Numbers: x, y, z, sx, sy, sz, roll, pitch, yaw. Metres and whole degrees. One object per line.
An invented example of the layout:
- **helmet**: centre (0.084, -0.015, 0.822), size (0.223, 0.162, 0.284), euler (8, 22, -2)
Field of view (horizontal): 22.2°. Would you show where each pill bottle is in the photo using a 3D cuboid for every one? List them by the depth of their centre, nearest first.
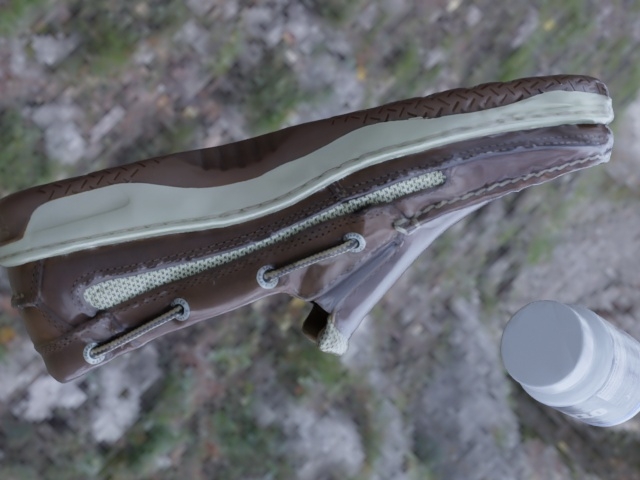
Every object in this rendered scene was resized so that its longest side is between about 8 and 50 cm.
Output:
- **pill bottle**: centre (0.191, 0.091, 1.216), size (0.078, 0.078, 0.137), euler (-45, 148, 12)

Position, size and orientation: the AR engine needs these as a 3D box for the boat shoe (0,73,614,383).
- **boat shoe**: centre (0.000, 0.000, 0.675), size (0.258, 0.095, 0.095), euler (-13, -178, 1)
